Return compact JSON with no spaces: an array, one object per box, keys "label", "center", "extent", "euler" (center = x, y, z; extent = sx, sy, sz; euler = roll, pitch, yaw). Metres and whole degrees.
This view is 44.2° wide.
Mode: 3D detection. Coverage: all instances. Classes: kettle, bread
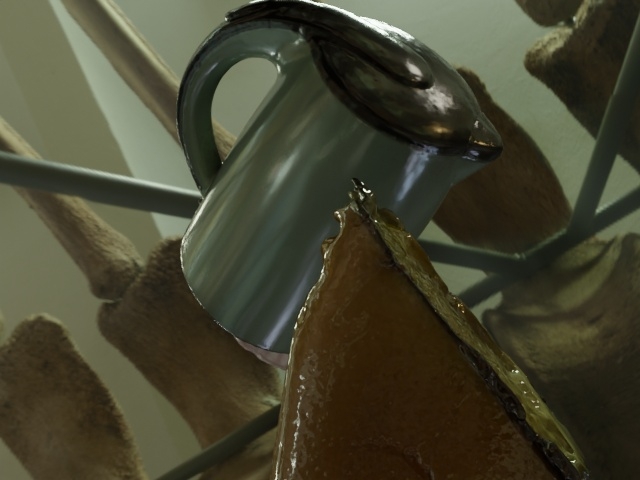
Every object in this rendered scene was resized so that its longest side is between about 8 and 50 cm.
[{"label":"kettle","center":[-0.014,-0.059,0.598],"extent":[0.221,0.161,0.236],"euler":[36,-49,-1]},{"label":"bread","center":[0.067,0.066,0.397],"extent":[0.160,0.140,0.169],"euler":[11,-81,5]}]

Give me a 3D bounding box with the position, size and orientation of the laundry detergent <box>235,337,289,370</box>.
[{"label":"laundry detergent","center":[0.000,0.000,0.960],"extent":[0.159,0.088,0.335],"euler":[29,-132,-14]}]
